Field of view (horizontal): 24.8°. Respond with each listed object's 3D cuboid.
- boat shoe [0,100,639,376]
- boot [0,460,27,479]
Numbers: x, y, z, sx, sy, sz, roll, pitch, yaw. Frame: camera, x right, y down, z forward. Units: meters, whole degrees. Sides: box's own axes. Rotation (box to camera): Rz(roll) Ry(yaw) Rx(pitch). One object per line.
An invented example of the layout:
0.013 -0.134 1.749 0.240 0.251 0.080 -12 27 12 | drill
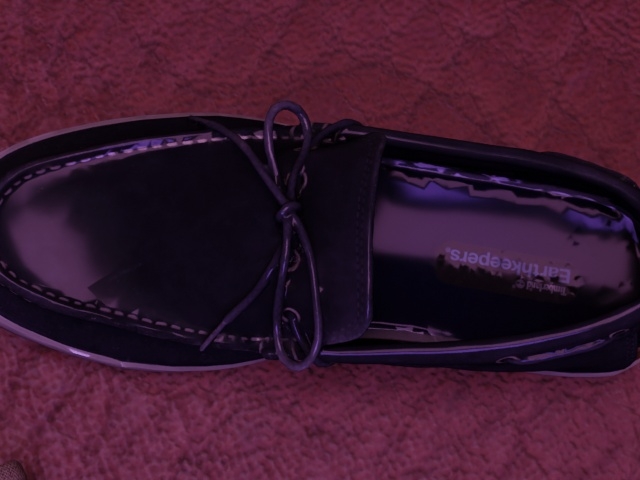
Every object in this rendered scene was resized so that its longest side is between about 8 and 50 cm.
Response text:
0.000 0.000 0.960 0.500 0.156 0.186 6 78 -1 | boat shoe
-0.251 0.282 0.905 0.262 0.095 0.203 -34 79 -8 | boot
